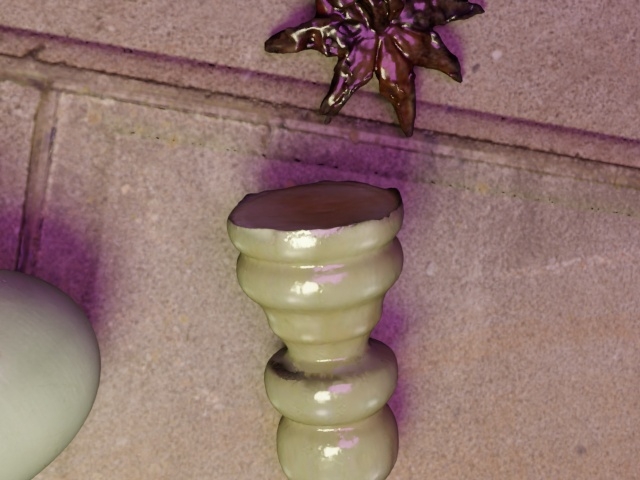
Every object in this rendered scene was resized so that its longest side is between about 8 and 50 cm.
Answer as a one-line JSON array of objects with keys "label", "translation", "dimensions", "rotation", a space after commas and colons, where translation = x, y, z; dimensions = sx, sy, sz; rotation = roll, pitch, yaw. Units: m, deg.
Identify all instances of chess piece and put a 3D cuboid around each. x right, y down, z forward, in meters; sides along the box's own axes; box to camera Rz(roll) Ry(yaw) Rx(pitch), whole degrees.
[{"label": "chess piece", "translation": [0.009, 0.116, 1.262], "dimensions": [0.182, 0.182, 0.330], "rotation": [-10, 108, -14]}]

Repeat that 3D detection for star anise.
[{"label": "star anise", "translation": [0.073, -0.248, 1.319], "dimensions": [0.272, 0.102, 0.272], "rotation": [-1, 92, -17]}]

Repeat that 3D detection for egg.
[{"label": "egg", "translation": [-0.388, 0.161, 1.133], "dimensions": [0.371, 0.230, 0.230], "rotation": [-24, 96, -7]}]
